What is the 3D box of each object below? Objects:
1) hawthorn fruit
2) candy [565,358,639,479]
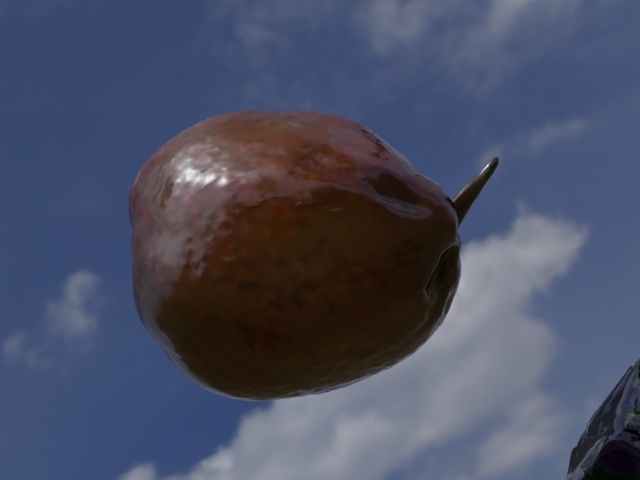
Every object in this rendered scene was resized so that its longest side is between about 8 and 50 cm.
[{"bbox_3d":[0.000,0.000,1.256,0.262,0.210,0.210,-16,-24,21],"label":"hawthorn fruit"},{"bbox_3d":[0.252,0.162,0.799,0.061,0.312,0.088,-58,-1,25],"label":"candy"}]
